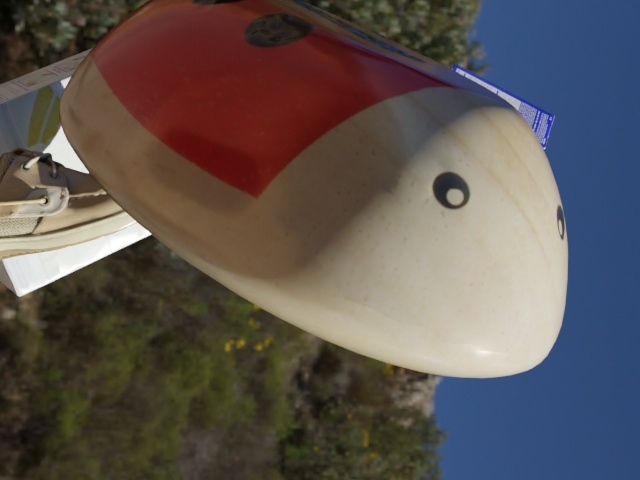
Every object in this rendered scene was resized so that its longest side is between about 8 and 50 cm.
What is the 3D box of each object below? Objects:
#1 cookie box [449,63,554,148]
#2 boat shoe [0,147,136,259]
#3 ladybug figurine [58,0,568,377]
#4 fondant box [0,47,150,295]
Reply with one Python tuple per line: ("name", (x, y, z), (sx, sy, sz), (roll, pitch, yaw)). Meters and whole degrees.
("cookie box", (0.144, -0.105, 1.049), (0.092, 0.107, 0.040), (-46, -159, 62))
("boat shoe", (-0.330, -0.047, 1.281), (0.122, 0.341, 0.110), (-148, -136, -70))
("ladybug figurine", (-0.007, -0.069, 0.778), (0.449, 0.305, 0.161), (36, -71, 44))
("fondant box", (-0.296, -0.110, 1.469), (0.096, 0.330, 0.238), (24, -44, 55))
